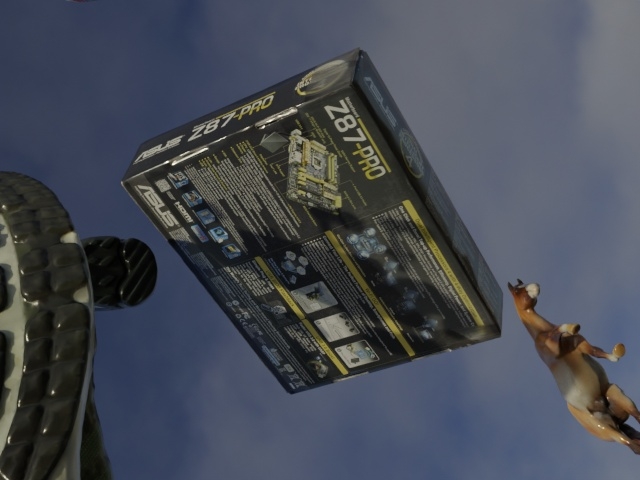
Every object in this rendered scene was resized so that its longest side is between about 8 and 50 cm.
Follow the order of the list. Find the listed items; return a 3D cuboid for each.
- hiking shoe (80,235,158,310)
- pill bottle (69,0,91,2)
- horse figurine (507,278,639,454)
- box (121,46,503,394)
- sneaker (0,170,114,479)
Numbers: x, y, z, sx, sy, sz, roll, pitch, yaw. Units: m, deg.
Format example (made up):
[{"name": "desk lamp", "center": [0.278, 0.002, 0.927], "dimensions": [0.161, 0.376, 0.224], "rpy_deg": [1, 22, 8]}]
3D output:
[{"name": "hiking shoe", "center": [-0.348, 0.040, 1.146], "dimensions": [0.304, 0.132, 0.113], "rpy_deg": [11, -105, -13]}, {"name": "pill bottle", "center": [-0.193, -0.309, 1.007], "dimensions": [0.108, 0.193, 0.108], "rpy_deg": [-4, -85, -59]}, {"name": "horse figurine", "center": [0.312, 0.160, 1.105], "dimensions": [0.066, 0.174, 0.263], "rpy_deg": [-40, -84, -12]}, {"name": "box", "center": [0.000, 0.000, 1.191], "dimensions": [0.395, 0.318, 0.097], "rpy_deg": [55, -149, -29]}, {"name": "sneaker", "center": [-0.164, 0.155, 0.512], "dimensions": [0.158, 0.410, 0.182], "rpy_deg": [-13, -28, -7]}]
